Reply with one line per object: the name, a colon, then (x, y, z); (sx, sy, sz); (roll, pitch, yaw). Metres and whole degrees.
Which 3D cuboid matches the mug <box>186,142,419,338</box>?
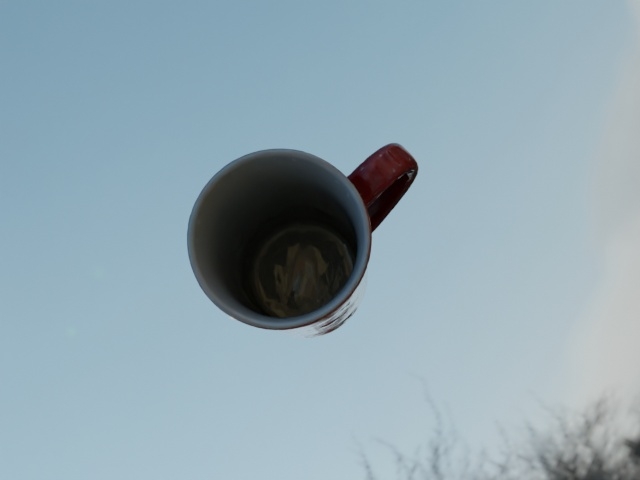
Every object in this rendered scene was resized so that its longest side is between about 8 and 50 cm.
mug: (0.000, 0.010, 0.905); (0.169, 0.150, 0.113); (65, -166, -79)
